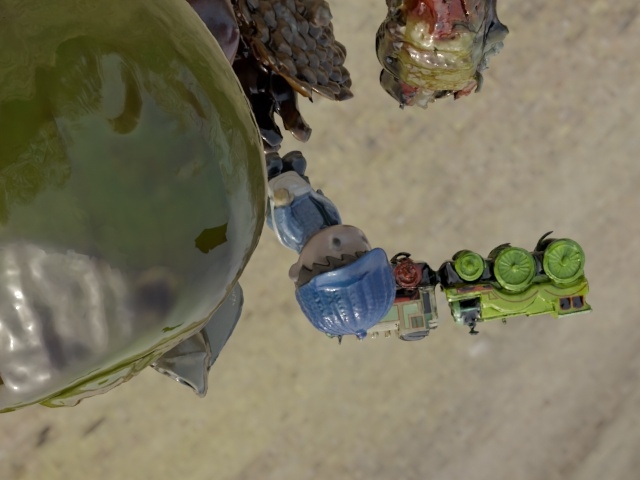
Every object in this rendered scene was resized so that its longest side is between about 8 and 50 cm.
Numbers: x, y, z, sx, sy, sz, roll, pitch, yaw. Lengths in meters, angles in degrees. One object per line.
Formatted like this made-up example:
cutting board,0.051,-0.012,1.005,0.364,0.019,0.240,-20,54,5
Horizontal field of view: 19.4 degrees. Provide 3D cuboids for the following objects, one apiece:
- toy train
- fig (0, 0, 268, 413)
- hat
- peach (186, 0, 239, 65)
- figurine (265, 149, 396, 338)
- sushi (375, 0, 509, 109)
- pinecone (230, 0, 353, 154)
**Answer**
toy train,0.115,0.044,1.669,0.249,0.085,0.053,-6,-177,-5
fig,-0.158,-0.049,0.940,0.239,0.271,0.239,-23,174,-3
hat,-0.162,0.085,2.208,0.175,0.147,0.085,-58,177,-26
peach,-0.135,-0.179,1.587,0.152,0.152,0.152,-38,157,-19
figurine,-0.005,0.006,1.283,0.077,0.136,0.079,-6,132,-45
sushi,0.101,-0.173,1.516,0.103,0.097,0.226,-62,172,-15
pinecone,-0.106,-0.194,2.002,0.264,0.264,0.264,-38,157,-19
